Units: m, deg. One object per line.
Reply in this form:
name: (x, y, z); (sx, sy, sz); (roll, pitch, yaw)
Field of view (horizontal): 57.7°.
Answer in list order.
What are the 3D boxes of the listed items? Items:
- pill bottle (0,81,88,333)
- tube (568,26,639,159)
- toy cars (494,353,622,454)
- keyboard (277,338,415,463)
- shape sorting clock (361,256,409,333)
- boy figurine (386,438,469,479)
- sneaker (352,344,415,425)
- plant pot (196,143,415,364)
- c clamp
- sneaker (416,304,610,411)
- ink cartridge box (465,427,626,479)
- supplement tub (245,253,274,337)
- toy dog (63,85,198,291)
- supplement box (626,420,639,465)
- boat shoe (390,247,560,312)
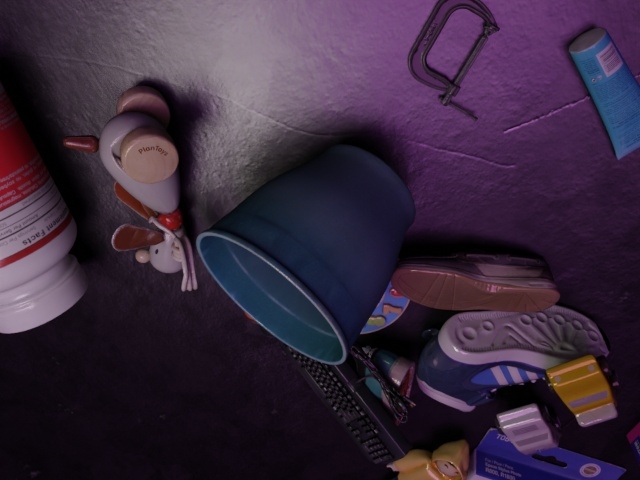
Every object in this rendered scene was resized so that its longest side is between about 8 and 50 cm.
pill bottle: (-0.550, -0.060, 0.945); (0.229, 0.229, 0.407); (-11, 118, 12)
tube: (0.436, -0.213, 0.854); (0.080, 0.052, 0.207); (-30, 118, 26)
toy cars: (0.434, 0.323, 1.056); (0.177, 0.087, 0.393); (-1, 144, -11)
keyboard: (0.055, 0.275, 1.087); (0.317, 0.033, 0.201); (50, 133, 6)
shape sorting clock: (0.065, 0.092, 1.073); (0.206, 0.040, 0.206); (3, 120, 5)
boy figurine: (0.235, 0.536, 1.269); (0.177, 0.092, 0.285); (45, 122, 9)
sneaker: (0.107, 0.319, 1.174); (0.121, 0.108, 0.302); (26, 134, 23)
plant pot: (0.000, 0.000, 0.877); (0.272, 0.255, 0.271); (32, 155, 17)
c clamp: (0.205, -0.275, 0.859); (0.137, 0.022, 0.160); (23, 121, -1)
sneaker: (0.340, 0.232, 1.095); (0.323, 0.130, 0.236); (1, 140, -10)
ink cartridge box: (0.459, 0.592, 1.304); (0.324, 0.071, 0.330); (18, 122, -4)
supplement tub: (-0.101, 0.078, 1.045); (0.106, 0.106, 0.197); (-10, 118, 12)
toy dog: (-0.306, -0.074, 0.940); (0.161, 0.220, 0.333); (-9, 111, -14)
supplement box: (0.720, 0.367, 1.119); (0.114, 0.111, 0.220); (20, 120, -5)
boat shoe: (0.263, 0.061, 1.005); (0.286, 0.092, 0.102); (5, 139, 1)
